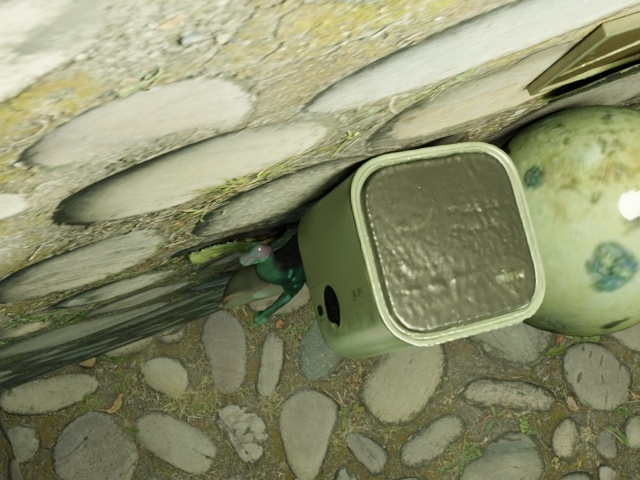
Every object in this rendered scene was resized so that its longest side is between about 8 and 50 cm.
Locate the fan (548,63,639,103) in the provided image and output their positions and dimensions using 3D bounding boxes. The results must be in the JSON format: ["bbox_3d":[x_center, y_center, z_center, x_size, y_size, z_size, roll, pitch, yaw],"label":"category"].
[{"bbox_3d":[0.410,-0.218,1.016,0.223,0.012,0.294,-19,-178,37],"label":"fan"}]

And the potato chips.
[{"bbox_3d":[-0.132,0.008,1.321,0.209,0.026,0.142,-15,176,-31],"label":"potato chips"}]

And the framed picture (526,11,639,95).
[{"bbox_3d":[0.366,-0.224,0.855,0.249,0.016,0.184,-19,175,-10],"label":"framed picture"}]

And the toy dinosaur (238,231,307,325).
[{"bbox_3d":[0.000,0.000,1.378,0.383,0.129,0.331,-33,167,-25],"label":"toy dinosaur"}]

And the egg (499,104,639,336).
[{"bbox_3d":[0.402,-0.028,1.216,0.344,0.345,0.428,-20,170,-8],"label":"egg"}]

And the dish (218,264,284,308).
[{"bbox_3d":[-0.136,0.084,1.809,0.229,0.081,0.229,-18,172,-3],"label":"dish"}]

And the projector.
[{"bbox_3d":[0.131,0.022,1.116,0.248,0.249,0.249,-11,172,-20],"label":"projector"}]
